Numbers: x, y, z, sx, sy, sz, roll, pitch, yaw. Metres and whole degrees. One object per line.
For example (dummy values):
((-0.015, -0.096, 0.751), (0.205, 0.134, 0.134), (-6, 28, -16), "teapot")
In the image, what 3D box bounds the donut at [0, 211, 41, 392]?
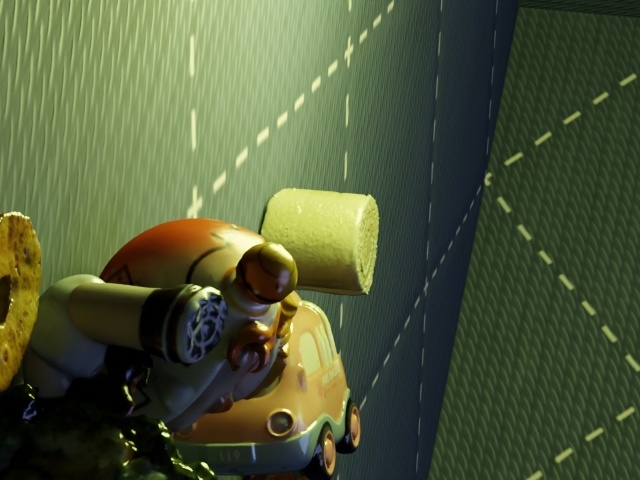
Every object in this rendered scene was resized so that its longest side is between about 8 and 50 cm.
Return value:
((-0.276, 0.047, 1.270), (0.152, 0.058, 0.152), (7, 90, -77), "donut")

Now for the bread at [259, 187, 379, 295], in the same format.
((0.000, 0.000, 2.161), (0.148, 0.141, 0.134), (79, 20, -55), "bread")

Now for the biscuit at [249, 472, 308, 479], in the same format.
((-0.068, 0.337, 2.150), (0.183, 0.043, 0.280), (-34, 147, -50), "biscuit")

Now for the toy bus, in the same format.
((-0.067, 0.168, 1.903), (0.288, 0.194, 0.232), (-17, 106, -74), "toy bus")

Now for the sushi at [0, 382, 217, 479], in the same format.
((-0.194, 0.307, 1.249), (0.178, 0.294, 0.352), (86, 18, -46), "sushi")

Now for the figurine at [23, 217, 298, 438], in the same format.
((-0.146, 0.086, 1.524), (0.320, 0.196, 0.323), (-42, 172, 24), "figurine")
